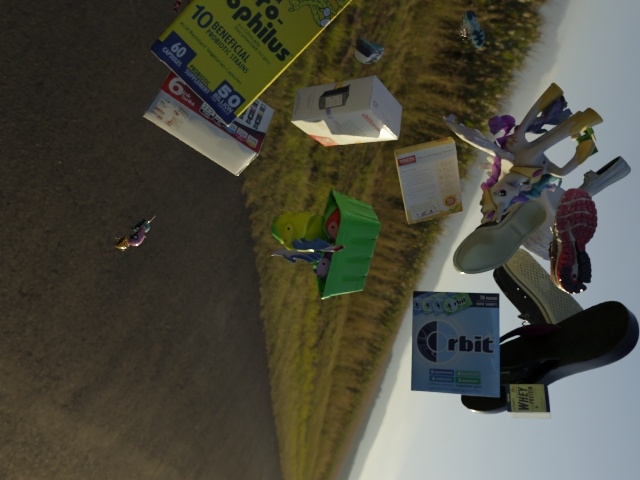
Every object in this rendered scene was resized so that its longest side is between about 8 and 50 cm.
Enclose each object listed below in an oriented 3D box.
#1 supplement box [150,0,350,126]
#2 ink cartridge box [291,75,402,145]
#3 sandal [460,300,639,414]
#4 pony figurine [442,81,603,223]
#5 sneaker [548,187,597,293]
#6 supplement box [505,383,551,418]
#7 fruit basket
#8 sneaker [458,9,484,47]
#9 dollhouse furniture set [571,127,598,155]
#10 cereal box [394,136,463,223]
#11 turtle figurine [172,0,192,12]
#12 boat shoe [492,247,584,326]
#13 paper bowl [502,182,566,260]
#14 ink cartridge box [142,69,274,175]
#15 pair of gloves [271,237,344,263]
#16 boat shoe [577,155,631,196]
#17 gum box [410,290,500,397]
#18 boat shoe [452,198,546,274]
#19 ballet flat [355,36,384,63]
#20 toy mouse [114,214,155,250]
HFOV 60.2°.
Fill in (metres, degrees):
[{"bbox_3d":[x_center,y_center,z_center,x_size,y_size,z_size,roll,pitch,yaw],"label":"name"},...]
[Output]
[{"bbox_3d":[-0.117,-0.422,1.049,0.356,0.194,0.195,-43,-162,10],"label":"supplement box"},{"bbox_3d":[0.090,-0.427,1.859,0.226,0.306,0.131,27,67,-54],"label":"ink cartridge box"},{"bbox_3d":[0.463,0.245,1.217,0.446,0.107,0.167,-43,-160,38],"label":"sandal"},{"bbox_3d":[0.519,-0.236,1.462,0.363,0.303,0.351,-42,-149,19],"label":"pony figurine"},{"bbox_3d":[0.707,-0.002,1.586,0.112,0.121,0.299,-113,-154,-82],"label":"sneaker"},{"bbox_3d":[0.429,0.333,1.139,0.083,0.083,0.056,49,40,-56],"label":"supplement box"},{"bbox_3d":[0.000,0.000,2.058,0.283,0.392,0.392,-106,-150,-60],"label":"fruit basket"},{"bbox_3d":[0.374,-0.518,1.385,0.069,0.038,0.098,139,-60,-74],"label":"sneaker"},{"bbox_3d":[0.702,-0.276,1.512,0.076,0.058,0.151,-31,-161,9],"label":"dollhouse furniture set"},{"bbox_3d":[0.325,-0.176,1.645,0.047,0.173,0.240,-94,170,-58],"label":"cereal box"},{"bbox_3d":[-0.227,-0.619,1.384,0.198,0.275,0.266,61,9,-59],"label":"turtle figurine"},{"bbox_3d":[0.836,0.256,2.066,0.187,0.500,0.156,-25,160,-33],"label":"boat shoe"},{"bbox_3d":[0.780,-0.083,1.890,0.148,0.284,0.284,-50,-174,44],"label":"paper bowl"},{"bbox_3d":[-0.304,-0.389,1.588,0.130,0.309,0.271,-36,-148,43],"label":"ink cartridge box"},{"bbox_3d":[-0.039,0.025,1.536,0.198,0.159,0.023,-22,114,-52],"label":"pair of gloves"},{"bbox_3d":[0.977,-0.219,1.960,0.228,0.081,0.079,-33,-172,16],"label":"boat shoe"},{"bbox_3d":[0.248,0.187,1.017,0.041,0.157,0.184,30,61,-73],"label":"gum box"},{"bbox_3d":[0.508,0.002,1.616,0.340,0.127,0.113,-39,171,-18],"label":"boat shoe"},{"bbox_3d":[0.149,-0.587,1.727,0.203,0.074,0.074,-35,146,-65],"label":"ballet flat"},{"bbox_3d":[-0.513,-0.019,1.554,0.143,0.031,0.161,-39,-155,-5],"label":"toy mouse"}]
